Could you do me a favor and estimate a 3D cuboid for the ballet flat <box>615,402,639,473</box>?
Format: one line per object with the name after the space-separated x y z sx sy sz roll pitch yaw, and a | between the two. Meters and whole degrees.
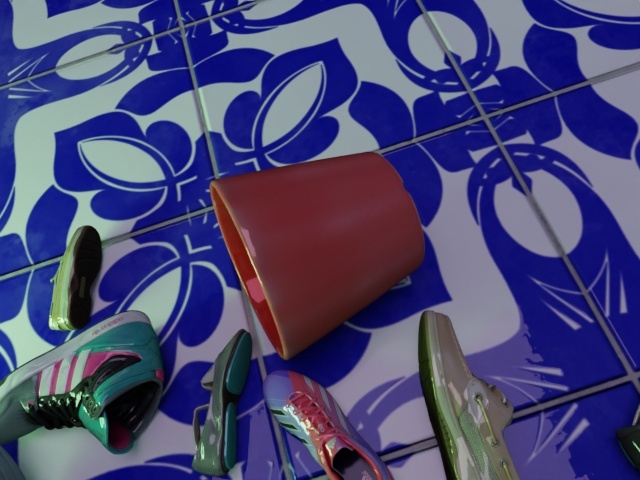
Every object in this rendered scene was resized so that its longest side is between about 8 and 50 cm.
0.493 0.187 0.741 0.280 0.095 0.096 -38 50 -10 | ballet flat

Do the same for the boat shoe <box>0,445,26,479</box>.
-0.435 0.413 0.762 0.094 0.109 0.302 -30 74 0 | boat shoe

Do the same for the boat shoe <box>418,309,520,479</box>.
0.201 0.235 0.763 0.098 0.109 0.302 -11 66 -2 | boat shoe

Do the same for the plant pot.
0.000 0.000 0.846 0.243 0.275 0.275 -23 60 -13 | plant pot

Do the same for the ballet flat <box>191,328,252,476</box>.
-0.150 0.231 0.847 0.068 0.072 0.213 -2 62 14 | ballet flat

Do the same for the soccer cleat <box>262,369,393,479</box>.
0.006 0.263 0.786 0.083 0.095 0.248 -40 63 -11 | soccer cleat

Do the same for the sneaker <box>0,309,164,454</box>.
-0.353 0.251 0.850 0.295 0.123 0.178 -35 52 -10 | sneaker

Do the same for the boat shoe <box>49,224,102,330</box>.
-0.433 0.062 0.996 0.072 0.068 0.190 -8 61 19 | boat shoe
